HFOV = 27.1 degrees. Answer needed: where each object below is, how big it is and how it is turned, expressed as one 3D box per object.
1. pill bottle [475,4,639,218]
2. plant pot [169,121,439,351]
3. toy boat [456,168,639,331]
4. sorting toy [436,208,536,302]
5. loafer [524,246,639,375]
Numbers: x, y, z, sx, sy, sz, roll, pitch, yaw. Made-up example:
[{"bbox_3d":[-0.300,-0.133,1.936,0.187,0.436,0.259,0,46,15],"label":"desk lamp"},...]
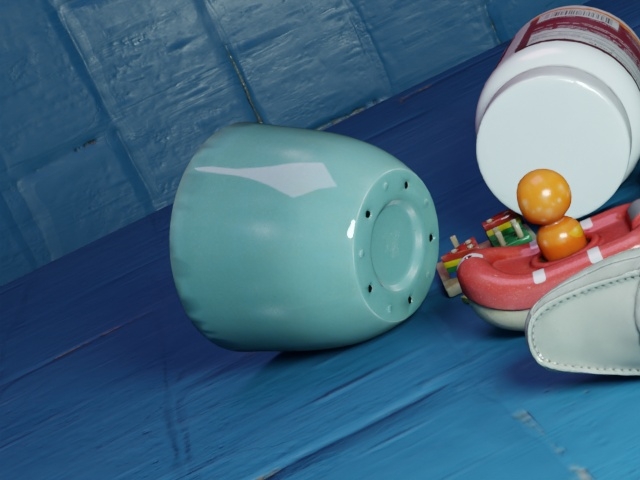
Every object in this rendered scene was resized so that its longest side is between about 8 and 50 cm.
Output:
[{"bbox_3d":[0.331,-0.175,1.794,0.224,0.224,0.392,-21,13,22],"label":"pill bottle"},{"bbox_3d":[0.000,0.000,1.616,0.235,0.293,0.293,3,28,38],"label":"plant pot"},{"bbox_3d":[0.250,-0.005,1.406,0.231,0.151,0.151,-23,12,12],"label":"toy boat"},{"bbox_3d":[0.208,0.012,1.674,0.132,0.046,0.274,-25,13,5],"label":"sorting toy"},{"bbox_3d":[0.315,0.056,1.119,0.319,0.112,0.111,-18,6,30],"label":"loafer"}]
